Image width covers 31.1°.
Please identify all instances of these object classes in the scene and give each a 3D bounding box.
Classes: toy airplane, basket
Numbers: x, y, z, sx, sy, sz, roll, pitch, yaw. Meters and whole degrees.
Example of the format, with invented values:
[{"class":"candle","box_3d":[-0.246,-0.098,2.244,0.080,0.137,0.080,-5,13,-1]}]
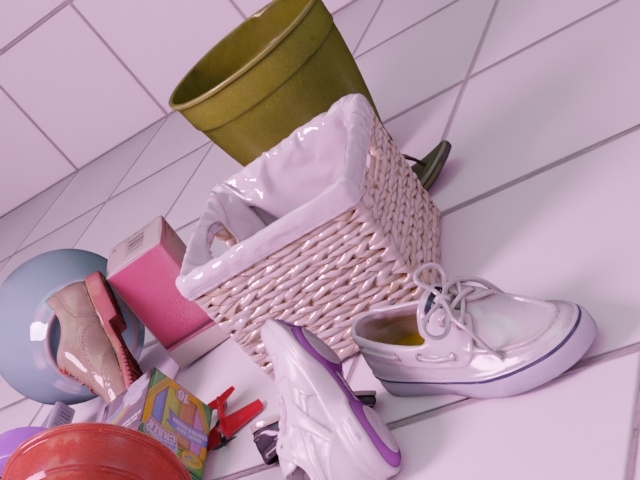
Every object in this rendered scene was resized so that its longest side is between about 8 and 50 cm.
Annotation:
[{"class":"toy airplane","box_3d":[-0.155,0.284,1.838,0.151,0.028,0.151,-36,22,16]},{"class":"basket","box_3d":[0.000,0.000,1.810,0.331,0.266,0.328,-32,22,22]}]

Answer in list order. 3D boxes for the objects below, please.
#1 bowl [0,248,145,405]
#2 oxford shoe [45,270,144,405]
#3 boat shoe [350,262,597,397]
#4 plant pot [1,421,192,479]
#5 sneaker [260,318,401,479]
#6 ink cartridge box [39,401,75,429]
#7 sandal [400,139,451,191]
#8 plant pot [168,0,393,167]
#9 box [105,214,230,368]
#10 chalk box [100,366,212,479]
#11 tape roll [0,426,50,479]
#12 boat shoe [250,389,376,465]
[{"class":"bowl","box_3d":[-0.460,0.175,2.186,0.311,0.311,0.163,-47,23,-17]},{"class":"oxford shoe","box_3d":[-0.385,0.227,2.011,0.130,0.123,0.348,-22,61,-4]},{"class":"boat shoe","box_3d":[0.170,0.102,1.465,0.367,0.156,0.136,-12,35,52]},{"class":"plant pot","box_3d":[-0.310,0.431,1.520,0.272,0.272,0.265,-33,30,19]},{"class":"sneaker","box_3d":[-0.023,0.223,1.508,0.152,0.114,0.305,-45,46,10]},{"class":"ink cartridge box","box_3d":[-0.544,0.441,2.128,0.224,0.045,0.223,-52,15,21]},{"class":"sandal","box_3d":[0.107,-0.102,2.080,0.302,0.086,0.120,-26,25,34]},{"class":"plant pot","box_3d":[-0.048,-0.251,2.274,0.366,0.353,0.366,-34,21,15]},{"class":"box","box_3d":[-0.277,0.094,2.138,0.126,0.232,0.149,-34,22,7]},{"class":"chalk box","box_3d":[-0.262,0.329,1.761,0.132,0.132,0.213,-39,25,25]},{"class":"tape roll","box_3d":[-0.482,0.410,1.921,0.189,0.189,0.080,-35,22,14]},{"class":"boat shoe","box_3d":[-0.004,0.261,1.613,0.206,0.075,0.065,-23,69,26]}]
